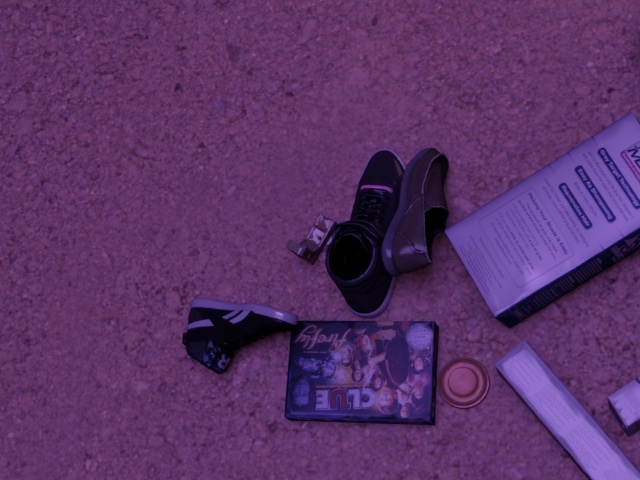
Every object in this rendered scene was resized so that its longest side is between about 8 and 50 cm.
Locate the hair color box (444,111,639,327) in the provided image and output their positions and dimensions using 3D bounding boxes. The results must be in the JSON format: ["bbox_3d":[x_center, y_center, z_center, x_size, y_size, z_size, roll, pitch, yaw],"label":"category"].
[{"bbox_3d":[0.391,-0.028,1.851,0.347,0.105,0.174,-33,65,12],"label":"hair color box"}]

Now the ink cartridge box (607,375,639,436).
[{"bbox_3d":[0.501,0.229,1.763,0.135,0.099,0.056,-34,67,2],"label":"ink cartridge box"}]

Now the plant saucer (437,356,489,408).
[{"bbox_3d":[0.229,0.228,1.886,0.084,0.013,0.083,-5,71,14],"label":"plant saucer"}]

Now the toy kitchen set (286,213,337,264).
[{"bbox_3d":[0.000,0.000,1.991,0.068,0.075,0.083,29,86,21],"label":"toy kitchen set"}]

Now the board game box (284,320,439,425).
[{"bbox_3d":[0.068,0.214,1.919,0.243,0.042,0.165,-1,72,15],"label":"board game box"}]

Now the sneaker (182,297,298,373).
[{"bbox_3d":[-0.135,0.168,1.966,0.217,0.079,0.121,3,76,36],"label":"sneaker"}]

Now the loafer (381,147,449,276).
[{"bbox_3d":[0.175,-0.045,1.922,0.087,0.094,0.251,1,55,28],"label":"loafer"}]

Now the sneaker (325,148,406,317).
[{"bbox_3d":[0.084,-0.032,1.940,0.105,0.147,0.295,5,73,18],"label":"sneaker"}]

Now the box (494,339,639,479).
[{"bbox_3d":[0.393,0.296,1.790,0.067,0.063,0.324,-40,67,-1],"label":"box"}]
